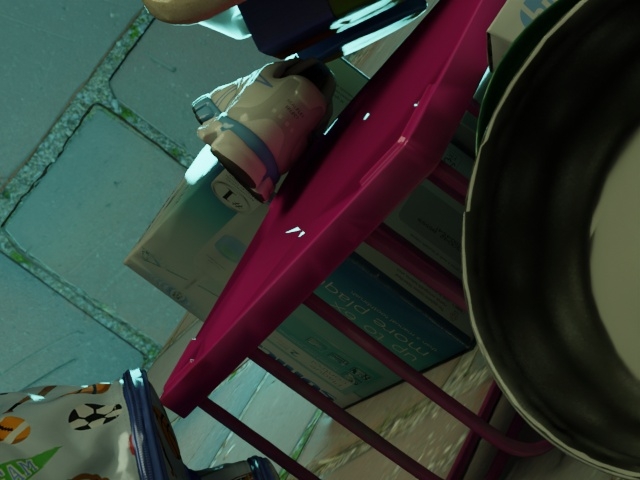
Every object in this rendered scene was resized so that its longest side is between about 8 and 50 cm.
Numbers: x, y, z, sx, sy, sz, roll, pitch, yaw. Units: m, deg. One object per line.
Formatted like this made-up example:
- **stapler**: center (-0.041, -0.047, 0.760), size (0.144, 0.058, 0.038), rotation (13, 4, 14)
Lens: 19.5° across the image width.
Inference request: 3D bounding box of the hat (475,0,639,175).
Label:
- **hat**: center (0.170, -0.058, 0.677), size (0.183, 0.208, 0.173), rotation (97, -179, -71)

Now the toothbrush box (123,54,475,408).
- **toothbrush box**: center (0.000, 0.000, 1.402), size (0.126, 0.216, 0.295), rotation (-56, 9, -22)

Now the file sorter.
- **file sorter**: center (0.082, 0.006, 0.998), size (0.291, 0.182, 0.202), rotation (-46, 12, 50)

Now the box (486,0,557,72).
- **box**: center (0.191, -0.102, 0.835), size (0.145, 0.186, 0.038), rotation (-56, -23, -20)

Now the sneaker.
- **sneaker**: center (-0.026, -0.075, 1.119), size (0.083, 0.071, 0.191), rotation (-44, 12, 2)

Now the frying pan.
- **frying pan**: center (0.185, -0.042, 0.608), size (0.326, 0.053, 0.197), rotation (-31, 56, 27)

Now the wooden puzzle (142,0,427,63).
- **wooden puzzle**: center (0.074, -0.189, 1.129), size (0.322, 0.080, 0.348), rotation (-26, 3, 8)

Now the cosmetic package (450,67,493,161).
- **cosmetic package**: center (0.126, -0.073, 1.412), size (0.127, 0.107, 0.238), rotation (-57, 5, -20)

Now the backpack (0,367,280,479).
- **backpack**: center (-0.106, 0.197, 0.944), size (0.213, 0.263, 0.276), rotation (-15, 1, -13)
